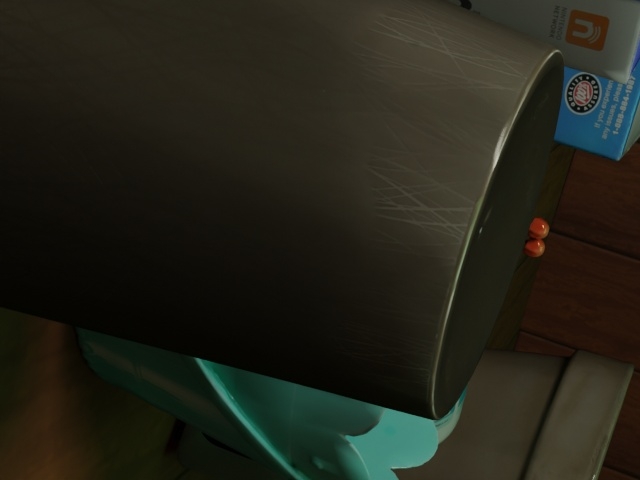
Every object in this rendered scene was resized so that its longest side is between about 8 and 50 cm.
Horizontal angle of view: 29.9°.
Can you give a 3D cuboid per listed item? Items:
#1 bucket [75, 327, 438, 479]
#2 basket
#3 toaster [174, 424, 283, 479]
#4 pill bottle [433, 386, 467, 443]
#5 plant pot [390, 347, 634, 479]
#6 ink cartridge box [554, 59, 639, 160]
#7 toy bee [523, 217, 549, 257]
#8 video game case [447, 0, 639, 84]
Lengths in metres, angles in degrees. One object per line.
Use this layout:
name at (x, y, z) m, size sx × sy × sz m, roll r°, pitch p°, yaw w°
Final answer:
bucket at (0.000, 0.000, 0.685) m, size 0.281 × 0.183 × 0.281 m, roll 18°, pitch 90°, yaw -74°
basket at (-0.043, -0.034, 0.421) m, size 0.204 × 0.226 × 0.154 m, roll 93°, pitch 22°, yaw -46°
toaster at (-0.013, 0.106, 0.894) m, size 0.185 × 0.110 × 0.168 m, roll 35°, pitch 75°, yaw -74°
pill bottle at (0.071, 0.049, 1.042) m, size 0.146 × 0.146 × 0.264 m, roll -50°, pitch 154°, yaw -51°
plant pot at (0.147, 0.235, 1.261) m, size 0.323 × 0.280 × 0.323 m, roll 20°, pitch 90°, yaw -74°
ink cartridge box at (0.131, -0.181, 0.821) m, size 0.168 × 0.232 × 0.171 m, roll -34°, pitch 141°, yaw -61°
toy bee at (0.158, -0.043, 1.206) m, size 0.195 × 0.162 × 0.298 m, roll 72°, pitch 39°, yaw -67°
video game case at (0.023, -0.206, 0.410) m, size 0.270 × 0.244 × 0.061 m, roll 91°, pitch 24°, yaw -46°
